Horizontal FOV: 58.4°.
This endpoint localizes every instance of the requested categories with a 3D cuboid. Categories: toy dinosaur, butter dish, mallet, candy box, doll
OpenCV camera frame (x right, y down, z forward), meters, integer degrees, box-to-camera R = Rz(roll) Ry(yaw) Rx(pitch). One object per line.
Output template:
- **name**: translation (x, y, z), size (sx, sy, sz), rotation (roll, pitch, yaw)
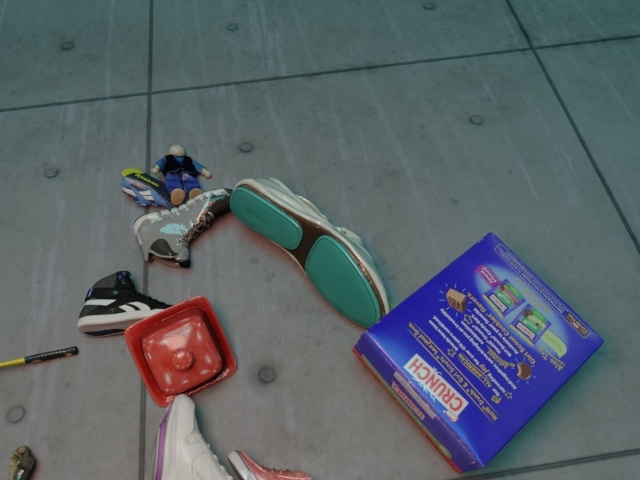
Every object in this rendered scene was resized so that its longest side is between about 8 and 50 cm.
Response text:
- **toy dinosaur**: translation (-0.497, 0.453, 0.878), size (0.118, 0.064, 0.268), rotation (-11, 61, -13)
- **butter dish**: translation (-0.235, 0.194, 0.975), size (0.159, 0.118, 0.160), rotation (-24, 94, -14)
- **mallet**: translation (-0.541, 0.213, 1.029), size (0.189, 0.062, 0.039), rotation (-14, 59, -8)
- **candy box**: translation (0.262, 0.181, 0.972), size (0.317, 0.122, 0.268), rotation (-33, 70, -24)
- **doll**: translation (-0.302, -0.148, 1.254), size (0.129, 0.046, 0.189), rotation (-2, 40, -24)

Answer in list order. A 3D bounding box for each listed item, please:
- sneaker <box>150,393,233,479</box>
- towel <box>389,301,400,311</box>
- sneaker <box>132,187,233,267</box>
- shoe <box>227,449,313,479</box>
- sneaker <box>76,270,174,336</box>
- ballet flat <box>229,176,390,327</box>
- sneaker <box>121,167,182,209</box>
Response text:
- **sneaker**: translation (-0.186, 0.392, 0.899), size (0.152, 0.114, 0.305), rotation (2, 53, -23)
- **towel**: translation (0.162, 0.186, 1.052), size (0.109, 0.027, 0.148), rotation (8, 59, 7)
- **sneaker**: translation (-0.259, -0.012, 1.164), size (0.228, 0.086, 0.132), rotation (-21, 63, 0)
- **shoe**: translation (-0.066, 0.387, 0.910), size (0.081, 0.064, 0.178), rotation (-37, 66, -26)
- **sneaker**: translation (-0.343, 0.110, 1.081), size (0.216, 0.079, 0.121), rotation (-3, 56, 0)
- **ballet flat**: translation (0.000, 0.000, 1.117), size (0.400, 0.139, 0.139), rotation (40, 66, 15)
- **sneaker**: translation (-0.365, -0.099, 1.237), size (0.144, 0.059, 0.053), rotation (30, 30, 2)
